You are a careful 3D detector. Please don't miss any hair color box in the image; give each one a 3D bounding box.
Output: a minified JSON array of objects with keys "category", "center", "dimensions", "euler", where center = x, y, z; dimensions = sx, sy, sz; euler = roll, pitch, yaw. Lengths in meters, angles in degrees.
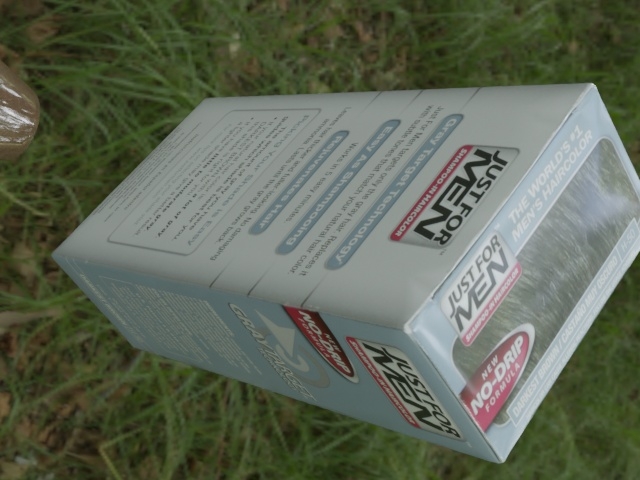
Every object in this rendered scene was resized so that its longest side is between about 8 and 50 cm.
[{"category":"hair color box","center":[0.000,0.000,0.681],"dimensions":[0.185,0.374,0.113],"euler":[-50,123,-24]}]

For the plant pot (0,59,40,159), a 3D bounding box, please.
[{"category":"plant pot","center":[-0.503,-0.191,1.389],"dimensions":[0.230,0.215,0.215],"euler":[20,79,-50]}]
